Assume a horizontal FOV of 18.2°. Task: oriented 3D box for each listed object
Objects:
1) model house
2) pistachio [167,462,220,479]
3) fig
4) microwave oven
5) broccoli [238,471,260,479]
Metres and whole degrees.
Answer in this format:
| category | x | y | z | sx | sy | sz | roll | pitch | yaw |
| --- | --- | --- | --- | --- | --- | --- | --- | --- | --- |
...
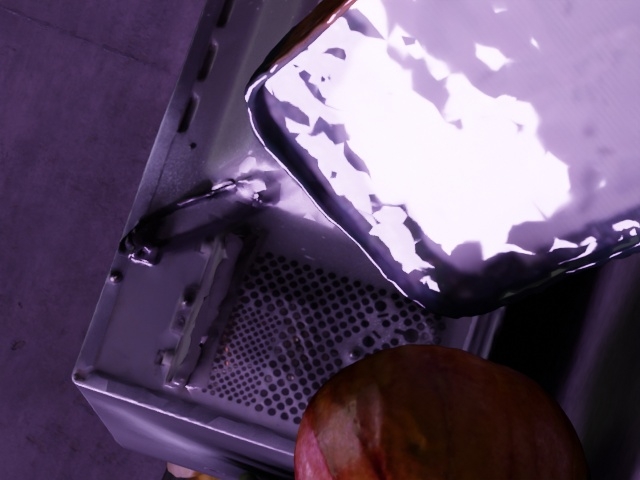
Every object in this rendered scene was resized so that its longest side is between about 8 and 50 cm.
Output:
| category | x | y | z | sx | sy | sz | roll | pitch | yaw |
| --- | --- | --- | --- | --- | --- | --- | --- | --- | --- |
| model house | 0.139 | -0.145 | 1.080 | 0.271 | 0.190 | 0.301 | -36 | 17 | 38 |
| pistachio | -0.037 | 0.196 | 1.796 | 0.166 | 0.197 | 0.288 | 69 | 166 | -10 |
| fig | 0.070 | 0.154 | 1.035 | 0.149 | 0.148 | 0.202 | 10 | -115 | -63 |
| microwave oven | 0.028 | -0.049 | 1.332 | 0.374 | 0.236 | 0.432 | 87 | -159 | -77 |
| broccoli | -0.071 | 0.319 | 1.171 | 0.277 | 0.317 | 0.338 | -37 | 70 | 57 |
